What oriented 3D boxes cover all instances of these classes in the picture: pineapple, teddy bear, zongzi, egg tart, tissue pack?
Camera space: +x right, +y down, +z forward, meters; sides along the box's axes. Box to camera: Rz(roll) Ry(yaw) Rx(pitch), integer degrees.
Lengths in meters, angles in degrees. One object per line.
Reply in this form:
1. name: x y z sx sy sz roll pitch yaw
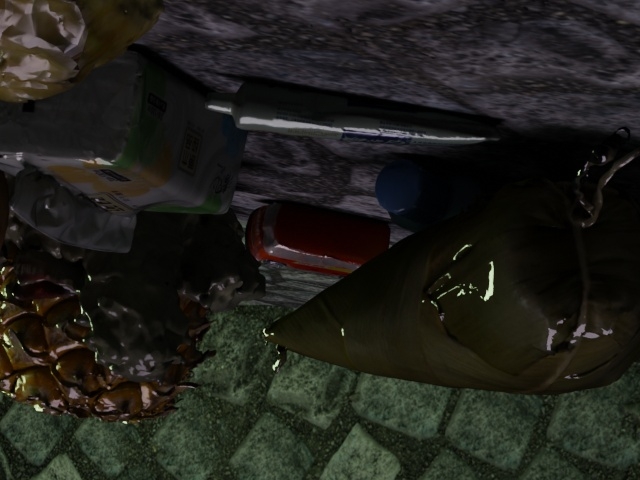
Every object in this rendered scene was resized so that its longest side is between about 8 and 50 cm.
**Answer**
1. pineapple: -0.279 0.074 2.075 0.352 0.300 0.352 8 180 0
2. teddy bear: -0.206 0.007 1.761 0.357 0.224 0.367 20 -178 26
3. zongzi: 0.111 0.044 1.375 0.418 0.181 0.447 -8 169 10
4. egg tart: -0.209 -0.147 0.942 0.252 0.098 0.232 19 165 -37
5. tissue pack: -0.180 -0.065 1.334 0.159 0.145 0.229 6 173 19

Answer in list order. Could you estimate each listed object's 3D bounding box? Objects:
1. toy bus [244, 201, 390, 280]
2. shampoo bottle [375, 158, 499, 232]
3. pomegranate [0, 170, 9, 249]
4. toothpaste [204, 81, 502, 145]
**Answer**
1. toy bus: 0.000 0.000 1.971 0.174 0.079 0.077 12 164 -19
2. shampoo bottle: 0.137 -0.027 1.592 0.104 0.061 0.258 -2 168 33
3. pomegranate: -0.447 -0.030 1.477 0.322 0.322 0.322 9 173 1
4. toothpaste: 0.025 -0.096 1.288 0.233 0.038 0.060 7 177 -7
